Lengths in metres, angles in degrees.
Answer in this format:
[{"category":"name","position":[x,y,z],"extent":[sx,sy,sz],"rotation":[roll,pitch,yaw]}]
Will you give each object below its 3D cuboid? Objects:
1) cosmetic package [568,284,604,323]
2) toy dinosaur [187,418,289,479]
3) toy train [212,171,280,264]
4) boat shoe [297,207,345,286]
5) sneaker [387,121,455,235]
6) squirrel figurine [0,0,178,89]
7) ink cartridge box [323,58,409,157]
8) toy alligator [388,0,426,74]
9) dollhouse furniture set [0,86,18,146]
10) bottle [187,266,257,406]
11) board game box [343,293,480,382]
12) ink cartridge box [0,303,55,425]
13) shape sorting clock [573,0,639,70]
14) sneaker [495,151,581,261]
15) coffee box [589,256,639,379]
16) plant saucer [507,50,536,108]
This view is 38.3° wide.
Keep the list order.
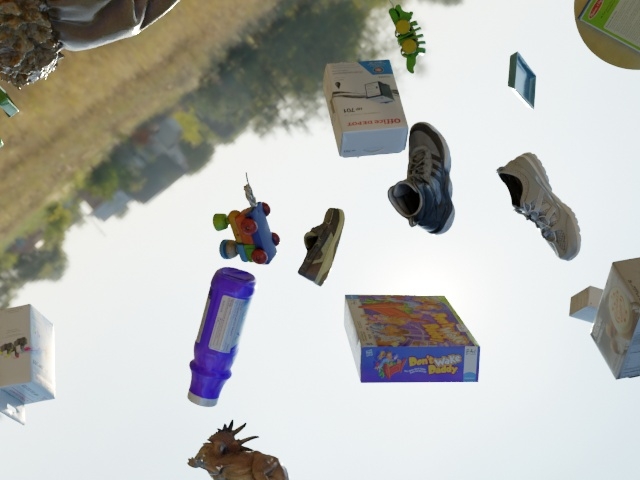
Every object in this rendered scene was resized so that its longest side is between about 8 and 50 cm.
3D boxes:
[{"category":"cosmetic package","position":[0.739,0.178,2.248],"extent":[0.099,0.239,0.060],"rotation":[127,-22,-67]},{"category":"toy dinosaur","position":[-0.155,0.483,1.956],"extent":[0.200,0.296,0.127],"rotation":[-43,146,-58]},{"category":"toy train","position":[-0.204,-0.056,2.266],"extent":[0.143,0.248,0.105],"rotation":[-3,-150,25]},{"category":"boat shoe","position":[-0.001,0.001,2.000],"extent":[0.080,0.073,0.223],"rotation":[-55,-165,45]},{"category":"sneaker","position":[0.221,-0.148,2.063],"extent":[0.101,0.268,0.153],"rotation":[-16,166,37]},{"category":"squirrel figurine","position":[-0.427,-0.409,1.406],"extent":[0.397,0.281,0.370],"rotation":[-45,-175,-1]},{"category":"ink cartridge box","position":[0.091,-0.270,1.875],"extent":[0.140,0.190,0.082],"rotation":[-6,145,-9]},{"category":"toy alligator","position":[0.167,-0.418,1.788],"extent":[0.051,0.189,0.056],"rotation":[-18,179,2]},{"category":"dollhouse furniture set","position":[-0.447,-0.134,1.132],"extent":[0.152,0.076,0.058],"rotation":[-35,173,-6]},{"category":"bottle","position":[-0.206,0.199,1.878],"extent":[0.118,0.092,0.282],"rotation":[-60,166,-80]},{"category":"board game box","position":[0.180,0.199,1.937],"extent":[0.233,0.078,0.347],"rotation":[0,-167,-5]},{"category":"ink cartridge box","position":[-0.503,0.214,1.581],"extent":[0.062,0.181,0.104],"rotation":[-12,153,4]},{"category":"shape sorting clock","position":[0.457,-0.341,1.291],"extent":[0.206,0.206,0.040],"rotation":[-34,165,29]},{"category":"sneaker","position":[0.499,-0.067,2.145],"extent":[0.115,0.281,0.105],"rotation":[-18,158,-25]},{"category":"coffee box","position":[0.679,0.170,1.995],"extent":[0.098,0.246,0.141],"rotation":[-10,-133,-8]},{"category":"plant saucer","position":[0.366,-0.288,1.670],"extent":[0.018,0.067,0.192],"rotation":[3,178,22]}]
